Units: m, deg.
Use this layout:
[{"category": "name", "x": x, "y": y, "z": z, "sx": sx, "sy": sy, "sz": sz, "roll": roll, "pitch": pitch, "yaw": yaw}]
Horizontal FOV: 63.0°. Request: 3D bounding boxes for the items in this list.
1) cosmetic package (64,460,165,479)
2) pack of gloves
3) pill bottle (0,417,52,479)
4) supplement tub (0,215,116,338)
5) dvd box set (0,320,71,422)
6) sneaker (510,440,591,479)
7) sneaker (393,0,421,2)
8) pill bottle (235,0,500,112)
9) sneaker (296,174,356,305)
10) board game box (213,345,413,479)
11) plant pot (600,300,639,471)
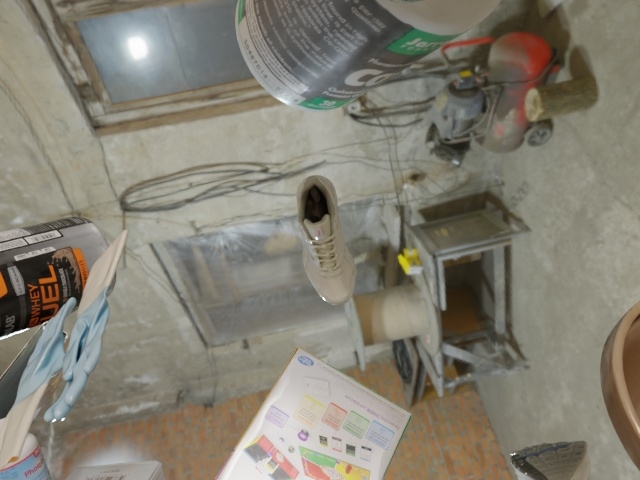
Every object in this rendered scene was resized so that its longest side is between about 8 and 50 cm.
[{"category": "cosmetic package", "x": -0.235, "y": 0.393, "z": 0.623, "sx": 0.085, "sy": 0.117, "sz": 0.231, "roll": -66, "pitch": -30, "yaw": -78}, {"category": "pack of gloves", "x": -0.266, "y": 0.126, "z": 0.568, "sx": 0.046, "sy": 0.195, "sz": 0.232, "roll": 36, "pitch": -155, "yaw": -31}, {"category": "pill bottle", "x": -0.503, "y": 0.378, "z": 0.861, "sx": 0.087, "sy": 0.087, "sz": 0.160, "roll": -116, "pitch": 14, "yaw": -77}, {"category": "supplement tub", "x": -0.618, "y": 0.080, "z": 1.067, "sx": 0.338, "sy": 0.207, "sz": 0.207, "roll": -24, "pitch": -75, "yaw": -51}, {"category": "dvd box set", "x": -0.662, "y": 0.344, "z": 1.177, "sx": 0.307, "sy": 0.062, "sz": 0.420, "roll": -61, "pitch": 10, "yaw": -23}, {"category": "sneaker", "x": 0.355, "y": 0.371, "z": 0.779, "sx": 0.297, "sy": 0.111, "sz": 0.129, "roll": 45, "pitch": -149, "yaw": -61}, {"category": "sneaker", "x": 0.128, "y": -0.179, "z": 0.233, "sx": 0.083, "sy": 0.222, "sz": 0.118, "roll": 59, "pitch": 175, "yaw": -37}, {"category": "pill bottle", "x": 0.062, "y": -0.284, "z": 0.545, "sx": 0.361, "sy": 0.204, "sz": 0.204, "roll": -11, "pitch": 91, "yaw": 61}, {"category": "sneaker", "x": 0.000, "y": 0.000, "z": 0.876, "sx": 0.115, "sy": 0.090, "sz": 0.232, "roll": 2, "pitch": -108, "yaw": -84}, {"category": "board game box", "x": -0.020, "y": 0.375, "z": 0.884, "sx": 0.316, "sy": 0.242, "sz": 0.064, "roll": -55, "pitch": -12, "yaw": -30}, {"category": "plant pot", "x": 0.364, "y": 0.168, "z": 0.475, "sx": 0.109, "sy": 0.237, "sz": 0.237, "roll": 93, "pitch": 166, "yaw": -50}]
